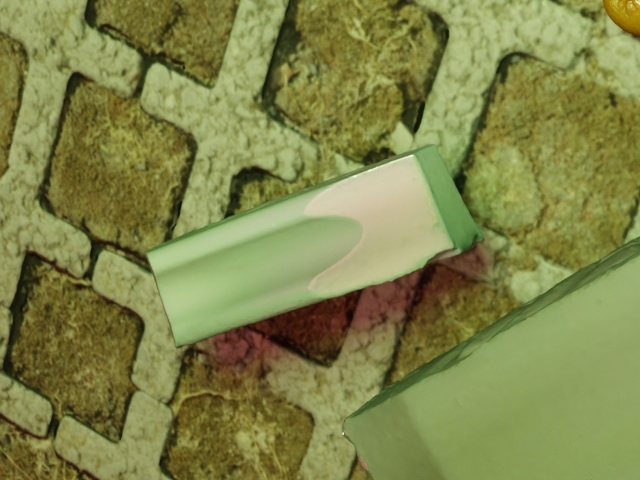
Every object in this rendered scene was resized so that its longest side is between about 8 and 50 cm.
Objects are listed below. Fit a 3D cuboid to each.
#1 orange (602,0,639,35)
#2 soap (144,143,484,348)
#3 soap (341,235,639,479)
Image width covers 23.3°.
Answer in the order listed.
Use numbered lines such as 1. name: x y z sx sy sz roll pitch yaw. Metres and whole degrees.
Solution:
1. orange: 0.307 -0.232 1.465 0.083 0.070 0.083 10 112 27
2. soap: 0.000 0.000 1.625 0.347 0.208 0.115 -19 94 33
3. soap: 0.260 0.138 1.439 0.435 0.350 0.213 -35 86 35
